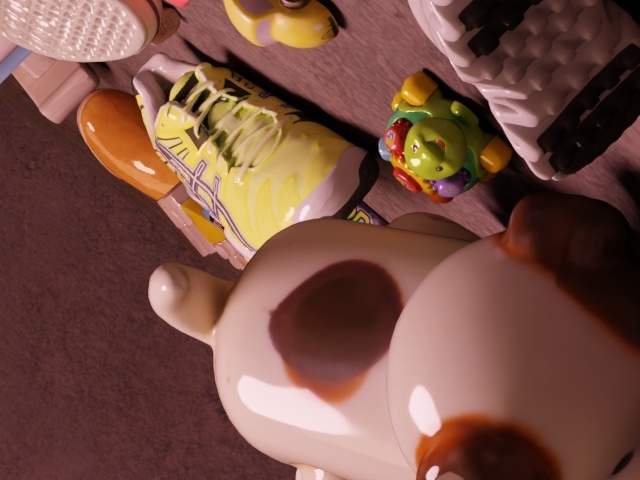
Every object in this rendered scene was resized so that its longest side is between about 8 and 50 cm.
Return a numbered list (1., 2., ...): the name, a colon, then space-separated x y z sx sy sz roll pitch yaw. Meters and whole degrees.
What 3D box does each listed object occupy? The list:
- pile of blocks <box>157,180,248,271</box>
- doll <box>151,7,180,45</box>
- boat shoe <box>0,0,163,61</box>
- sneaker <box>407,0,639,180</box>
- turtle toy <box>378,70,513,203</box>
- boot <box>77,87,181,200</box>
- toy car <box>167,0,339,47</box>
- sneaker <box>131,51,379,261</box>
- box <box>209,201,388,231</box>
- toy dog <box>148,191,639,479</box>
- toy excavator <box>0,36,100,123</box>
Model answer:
1. pile of blocks: -0.014 -0.004 2.054 0.362 0.112 0.149 32 150 27
2. doll: -0.214 -0.246 1.829 0.189 0.046 0.129 34 169 39
3. boat shoe: -0.310 -0.292 1.655 0.500 0.156 0.187 25 161 39
4. sneaker: 0.080 -0.131 0.895 0.118 0.110 0.292 47 175 26
5. turtle toy: 0.082 -0.067 1.337 0.095 0.066 0.130 40 172 1
6. boot: -0.142 -0.078 2.279 0.295 0.104 0.211 39 169 -31
7. toy car: -0.112 -0.231 1.398 0.239 0.053 0.225 31 168 50
8. sneaker: -0.080 -0.081 1.754 0.147 0.145 0.384 44 170 -27
9. box: 0.000 0.000 1.923 0.207 0.114 0.036 40 172 4
10. toy dog: 0.107 0.079 1.333 0.395 0.284 0.408 35 166 -19
11. toy excavator: -0.412 -0.275 2.194 0.433 0.222 0.445 44 -175 -22
